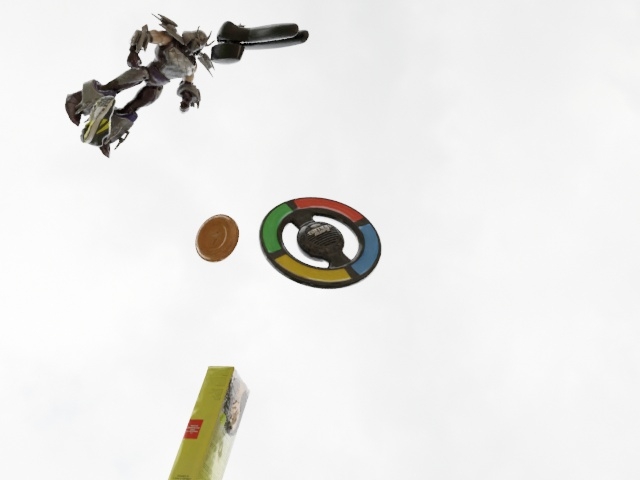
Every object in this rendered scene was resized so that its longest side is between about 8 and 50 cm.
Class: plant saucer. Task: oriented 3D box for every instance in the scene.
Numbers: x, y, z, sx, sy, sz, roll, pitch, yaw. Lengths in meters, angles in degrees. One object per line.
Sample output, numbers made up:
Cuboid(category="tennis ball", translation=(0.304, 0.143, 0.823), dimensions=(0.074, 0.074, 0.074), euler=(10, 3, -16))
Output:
Cuboid(category="plant saucer", translation=(-0.170, -0.005, 1.150), dimensions=(0.013, 0.083, 0.083), euler=(34, -118, -56))

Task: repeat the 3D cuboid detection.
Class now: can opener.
Cuboid(category="can opener", translation=(-0.096, -0.318, 1.123), dimensions=(0.059, 0.186, 0.073), euler=(0, -88, -57))

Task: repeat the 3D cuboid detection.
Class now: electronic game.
Cuboid(category="electronic game", translation=(0.000, 0.000, 1.293), dimensions=(0.229, 0.048, 0.229), euler=(6, -136, -6))

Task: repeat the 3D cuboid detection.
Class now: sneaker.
Cuboid(category="sneaker", translation=(-0.330, -0.179, 1.068), dimensions=(0.083, 0.031, 0.035), euler=(-57, -38, 2))

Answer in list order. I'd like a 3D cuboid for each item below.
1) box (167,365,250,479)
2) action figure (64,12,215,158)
Cuboid(category="box", translation=(-0.187, 0.332, 1.200), dimensions=(0.087, 0.058, 0.232), euler=(66, -151, -43))
Cuboid(category="action figure", translation=(-0.297, -0.275, 1.228), dimensions=(0.285, 0.099, 0.185), euler=(-34, -44, 11))
